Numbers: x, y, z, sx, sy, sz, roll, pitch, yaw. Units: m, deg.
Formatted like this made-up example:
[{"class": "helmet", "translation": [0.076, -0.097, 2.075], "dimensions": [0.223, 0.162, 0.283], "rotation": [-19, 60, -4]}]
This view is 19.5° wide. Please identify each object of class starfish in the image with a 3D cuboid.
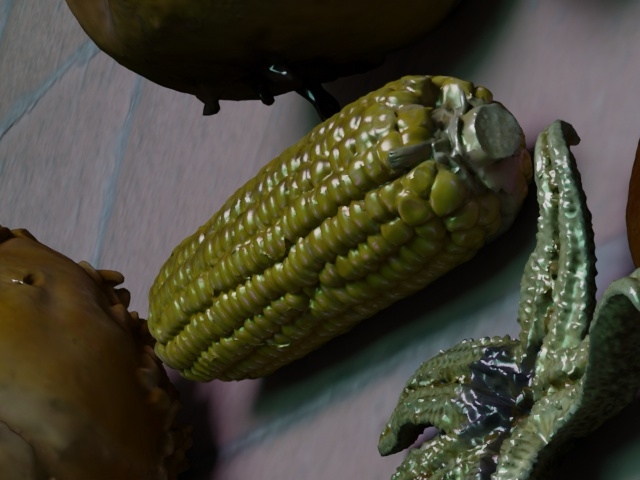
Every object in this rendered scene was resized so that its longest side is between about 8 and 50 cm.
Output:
[{"class": "starfish", "translation": [0.061, 0.063, 0.607], "dimensions": [0.223, 0.050, 0.217], "rotation": [124, 169, -61]}]

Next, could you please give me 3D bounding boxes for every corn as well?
[{"class": "corn", "translation": [0.000, 0.000, 0.761], "dimensions": [0.238, 0.080, 0.080], "rotation": [-33, 40, 49]}]

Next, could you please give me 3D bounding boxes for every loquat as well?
[{"class": "loquat", "translation": [-0.032, -0.152, 0.823], "dimensions": [0.213, 0.213, 0.213], "rotation": [-46, 31, 38]}]

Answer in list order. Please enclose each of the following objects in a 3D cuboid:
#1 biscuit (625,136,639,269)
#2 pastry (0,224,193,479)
[{"class": "biscuit", "translation": [0.159, -0.043, 0.521], "dimensions": [0.212, 0.036, 0.212], "rotation": [-44, 34, 41]}, {"class": "pastry", "translation": [-0.165, 0.151, 0.858], "dimensions": [0.255, 0.162, 0.311], "rotation": [-54, 14, 49]}]
